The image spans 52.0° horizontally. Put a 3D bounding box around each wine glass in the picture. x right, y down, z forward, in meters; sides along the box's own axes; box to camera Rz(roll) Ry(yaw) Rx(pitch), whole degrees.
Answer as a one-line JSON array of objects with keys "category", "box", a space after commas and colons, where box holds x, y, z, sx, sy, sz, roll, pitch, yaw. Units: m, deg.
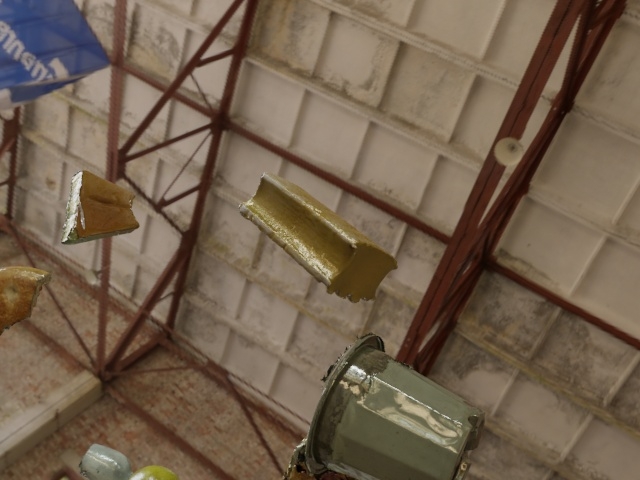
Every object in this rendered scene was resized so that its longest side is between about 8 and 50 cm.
[{"category": "wine glass", "box": [-0.705, 0.848, 2.355, 0.321, 0.143, 0.143, 26, -53, 9]}]

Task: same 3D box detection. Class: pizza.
[{"category": "pizza", "box": [-0.681, 0.130, 1.368, 0.271, 0.056, 0.134, -32, -84, 6]}]

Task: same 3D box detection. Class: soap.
[{"category": "soap", "box": [0.000, 0.000, 1.616, 0.335, 0.293, 0.156, 38, -81, 31]}]

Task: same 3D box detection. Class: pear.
[{"category": "pear", "box": [-0.543, 0.828, 2.138, 0.198, 0.198, 0.198, 16, -58, 28]}]

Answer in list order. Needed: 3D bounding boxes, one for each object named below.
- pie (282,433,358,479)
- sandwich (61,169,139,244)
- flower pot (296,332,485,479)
[{"category": "pie", "box": [0.034, 0.584, 1.556, 0.309, 0.086, 0.307, -1, -92, 31]}, {"category": "sandwich", "box": [-0.618, -0.065, 1.883, 0.063, 0.244, 0.212, -30, -41, 32]}, {"category": "flower pot", "box": [0.142, 0.335, 1.171, 0.259, 0.290, 0.290, 19, -57, 25]}]
